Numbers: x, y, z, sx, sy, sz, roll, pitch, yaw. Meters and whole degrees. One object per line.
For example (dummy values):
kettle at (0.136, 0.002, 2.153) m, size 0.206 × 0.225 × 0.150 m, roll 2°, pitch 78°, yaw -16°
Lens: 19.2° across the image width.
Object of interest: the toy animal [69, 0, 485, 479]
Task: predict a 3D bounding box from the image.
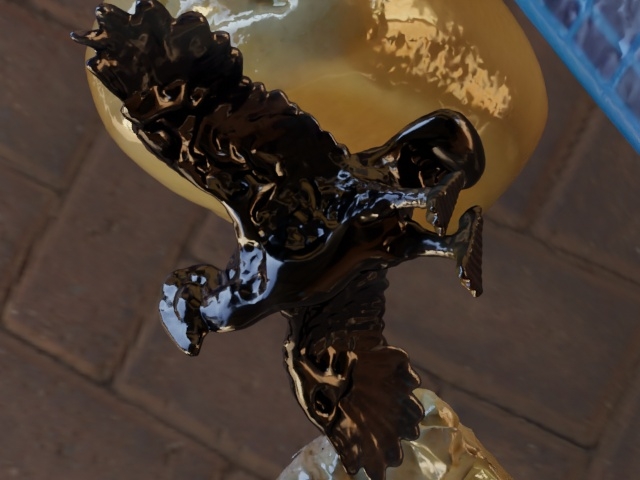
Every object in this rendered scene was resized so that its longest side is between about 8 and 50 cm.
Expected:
toy animal at (0.000, 0.000, 0.586) m, size 0.108 × 0.220 × 0.062 m, roll -20°, pitch 40°, yaw 17°

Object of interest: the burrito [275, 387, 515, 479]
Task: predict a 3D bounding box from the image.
burrito at (0.104, 0.238, 1.304) m, size 0.175 × 0.348 × 0.107 m, roll -40°, pitch 28°, yaw 17°

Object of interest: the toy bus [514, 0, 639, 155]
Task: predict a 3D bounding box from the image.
toy bus at (0.123, -0.039, 0.412) m, size 0.106 × 0.090 × 0.184 m, roll -60°, pitch 42°, yaw 30°

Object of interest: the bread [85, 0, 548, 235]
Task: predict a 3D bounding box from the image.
bread at (-0.001, -0.163, 1.747) m, size 0.348 × 0.376 × 0.253 m, roll -20°, pitch 58°, yaw 38°
